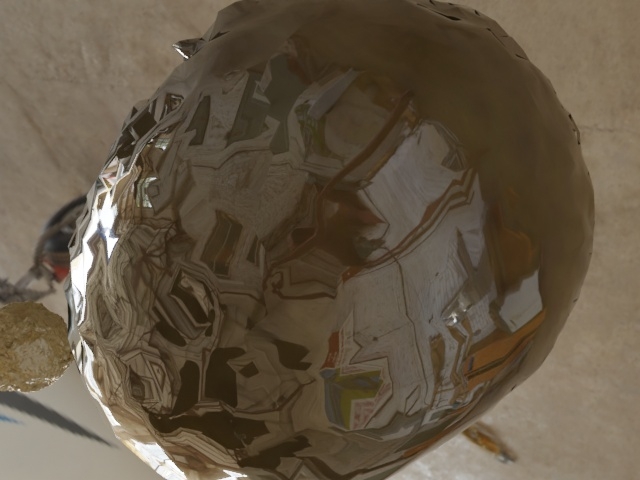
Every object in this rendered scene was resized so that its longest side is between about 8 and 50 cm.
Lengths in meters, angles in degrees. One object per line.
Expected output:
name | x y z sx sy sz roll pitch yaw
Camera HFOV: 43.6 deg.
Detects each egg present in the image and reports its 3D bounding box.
egg | -0.399 0.143 1.075 0.140 0.118 0.116 25 128 -36

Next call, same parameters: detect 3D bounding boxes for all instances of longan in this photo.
longan | 0.004 -0.008 0.656 0.404 0.435 0.404 40 148 32
